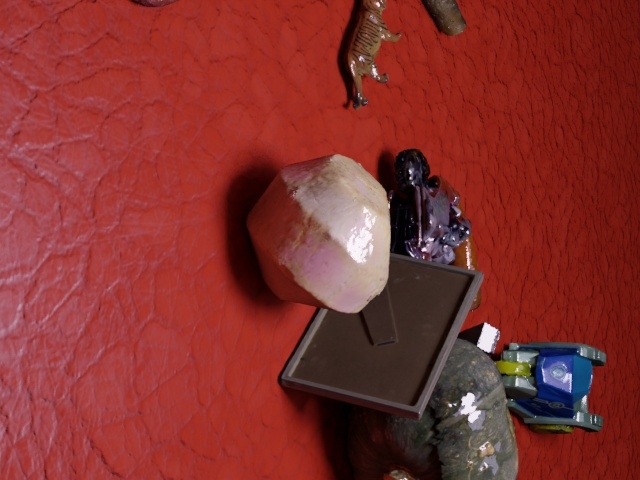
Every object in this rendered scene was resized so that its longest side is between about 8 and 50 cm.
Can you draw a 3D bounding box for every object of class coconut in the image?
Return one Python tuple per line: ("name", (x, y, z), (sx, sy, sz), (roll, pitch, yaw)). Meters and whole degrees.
("coconut", (0.000, 0.000, 1.777), (0.197, 0.237, 0.237), (-1, 87, -61))

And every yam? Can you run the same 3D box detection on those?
("yam", (0.209, -0.492, 2.289), (0.253, 0.061, 0.061), (56, 43, -39))

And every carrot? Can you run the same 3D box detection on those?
("carrot", (0.273, 0.018, 2.336), (0.059, 0.059, 0.248), (-10, 93, -57))

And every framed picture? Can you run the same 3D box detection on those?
("framed picture", (0.100, 0.136, 1.902), (0.024, 0.232, 0.315), (81, 30, -43))

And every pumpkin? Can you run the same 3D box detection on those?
("pumpkin", (0.184, 0.324, 1.950), (0.257, 0.291, 0.328), (-30, 101, -46))

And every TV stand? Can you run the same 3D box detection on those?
("TV stand", (0.238, 0.190, 2.101), (0.040, 0.256, 0.049), (25, 70, -10))

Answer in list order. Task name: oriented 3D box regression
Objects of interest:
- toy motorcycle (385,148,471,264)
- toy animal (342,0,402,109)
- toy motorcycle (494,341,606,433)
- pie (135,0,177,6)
("toy motorcycle", (0.186, 0.049, 2.130), (0.207, 0.134, 0.401), (21, 68, -48))
("toy animal", (0.079, -0.332, 2.081), (0.099, 0.057, 0.241), (44, 53, -37))
("toy motorcycle", (0.493, 0.293, 2.513), (0.326, 0.200, 0.191), (26, 66, -55))
("pie", (-0.225, -0.403, 1.620), (0.182, 0.049, 0.182), (5, 84, -55))
